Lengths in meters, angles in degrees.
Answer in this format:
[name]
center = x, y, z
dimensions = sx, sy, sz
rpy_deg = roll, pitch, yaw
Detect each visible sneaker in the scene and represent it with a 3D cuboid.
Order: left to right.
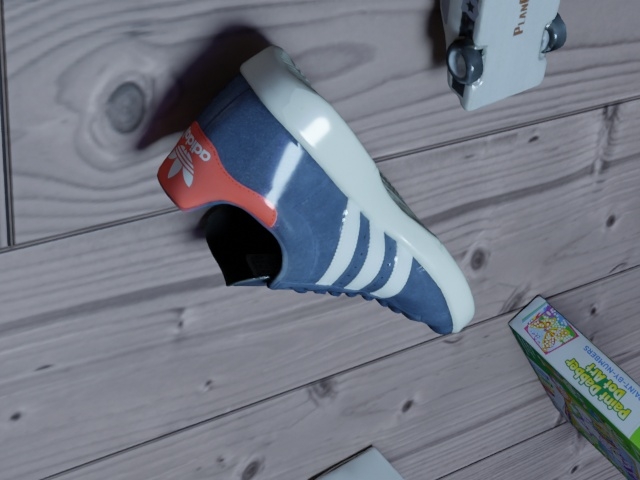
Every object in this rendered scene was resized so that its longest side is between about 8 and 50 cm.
[sneaker]
center = 0.000, 0.000, 0.852
dimensions = 0.148, 0.131, 0.350
rpy_deg = -40, 134, 4

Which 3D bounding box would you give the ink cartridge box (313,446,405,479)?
[ink cartridge box]
center = 0.065, 0.363, 1.169
dimensions = 0.092, 0.158, 0.218
rpy_deg = -24, 135, -25

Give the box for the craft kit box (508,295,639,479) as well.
[craft kit box]
center = 0.338, 0.207, 1.203
dimensions = 0.061, 0.246, 0.250
rpy_deg = -43, 139, -4

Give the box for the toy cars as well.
[toy cars]
center = 0.081, -0.234, 0.748
dimensions = 0.176, 0.087, 0.393
rpy_deg = -47, 143, 10
